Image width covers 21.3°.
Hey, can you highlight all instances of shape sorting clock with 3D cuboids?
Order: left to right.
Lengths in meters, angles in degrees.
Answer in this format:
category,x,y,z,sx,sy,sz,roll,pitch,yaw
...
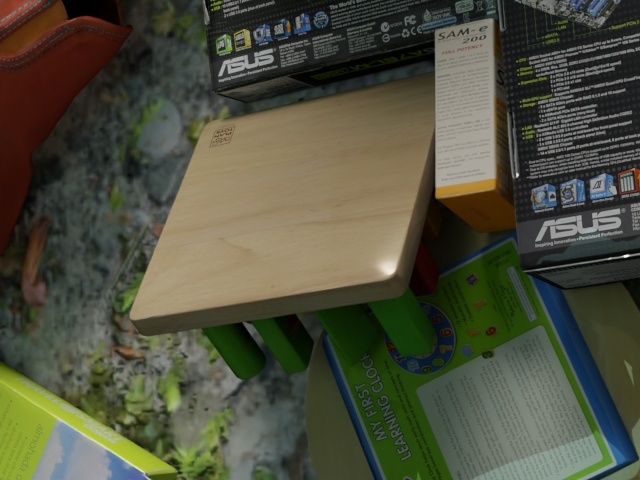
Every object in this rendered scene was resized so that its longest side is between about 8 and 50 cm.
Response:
category,x,y,z,sx,sy,sz,roll,pitch,yaw
shape sorting clock,0.085,0.088,0.928,0.206,0.040,0.206,-6,74,23

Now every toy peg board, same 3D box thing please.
category,x,y,z,sx,sy,sz,roll,pitch,yaw
toy peg board,0.000,0.000,0.948,0.161,0.079,0.160,-10,42,27

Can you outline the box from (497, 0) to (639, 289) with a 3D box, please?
category,x,y,z,sx,sy,sz,roll,pitch,yaw
box,0.224,-0.102,0.844,0.270,0.060,0.216,-11,74,27

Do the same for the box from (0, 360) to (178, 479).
category,x,y,z,sx,sy,sz,roll,pitch,yaw
box,-0.169,0.158,1.057,0.178,0.042,0.109,28,100,27

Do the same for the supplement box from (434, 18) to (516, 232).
category,x,y,z,sx,sy,sz,roll,pitch,yaw
supplement box,0.089,-0.061,0.913,0.036,0.062,0.098,-9,69,27

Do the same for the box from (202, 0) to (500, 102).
category,x,y,z,sx,sy,sz,roll,pitch,yaw
box,0.015,-0.189,0.985,0.191,0.045,0.184,-12,79,28

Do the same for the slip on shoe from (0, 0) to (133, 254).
category,x,y,z,sx,sy,sz,roll,pitch,yaw
slip on shoe,-0.172,-0.127,1.035,0.101,0.123,0.331,23,101,16
